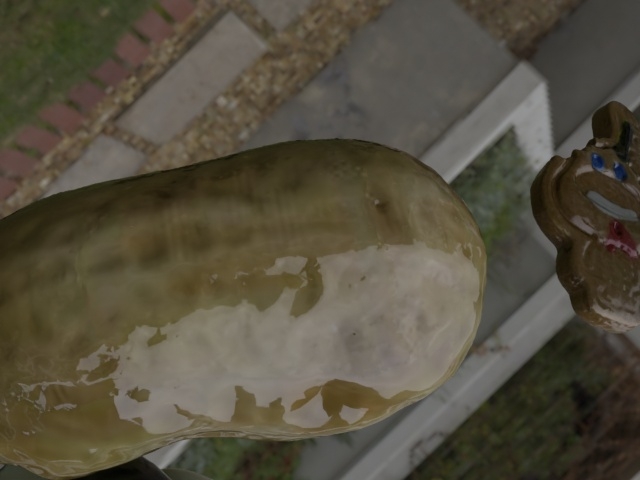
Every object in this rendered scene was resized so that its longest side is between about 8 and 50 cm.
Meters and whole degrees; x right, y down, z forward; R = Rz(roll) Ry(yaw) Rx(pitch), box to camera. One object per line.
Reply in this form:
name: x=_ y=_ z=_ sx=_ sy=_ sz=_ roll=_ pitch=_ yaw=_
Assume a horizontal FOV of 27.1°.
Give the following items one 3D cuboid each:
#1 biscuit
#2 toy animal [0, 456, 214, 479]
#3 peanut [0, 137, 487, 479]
biscuit: x=0.323 y=-0.042 z=1.497 sx=0.047 sy=0.183 sz=0.320 roll=-34 pitch=-161 yaw=43
toy animal: x=-0.178 y=0.344 z=1.352 sx=0.310 sy=0.251 sz=0.251 roll=25 pitch=119 yaw=-32
peanut: x=-0.056 y=0.034 z=0.550 sx=0.253 sy=0.122 sz=0.137 roll=-11 pitch=153 yaw=-11
